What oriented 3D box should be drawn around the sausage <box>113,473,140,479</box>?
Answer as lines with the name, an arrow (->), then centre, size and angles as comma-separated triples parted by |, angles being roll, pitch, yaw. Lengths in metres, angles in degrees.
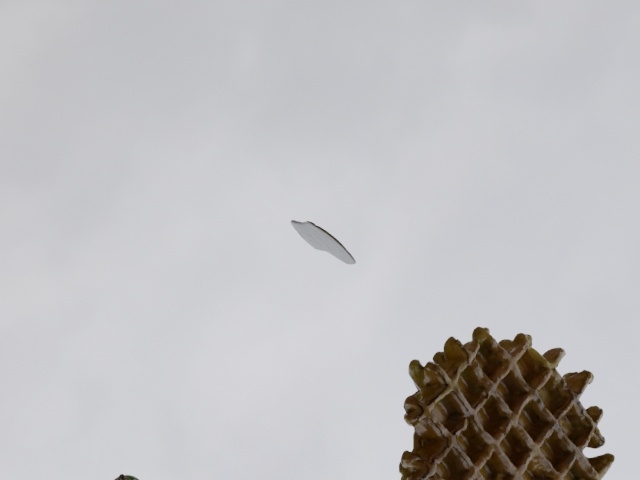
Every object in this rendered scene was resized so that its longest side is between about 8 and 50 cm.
sausage -> -0.163, 0.281, 1.161 | 0.032, 0.269, 0.033 | 0, -127, 0

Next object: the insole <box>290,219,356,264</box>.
insole -> 0.000, 0.000, 1.422 | 0.004, 0.064, 0.188 | -43, -166, -8

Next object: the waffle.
waffle -> 0.197, 0.224, 1.377 | 0.069, 0.293, 0.260 | -22, -111, 53
